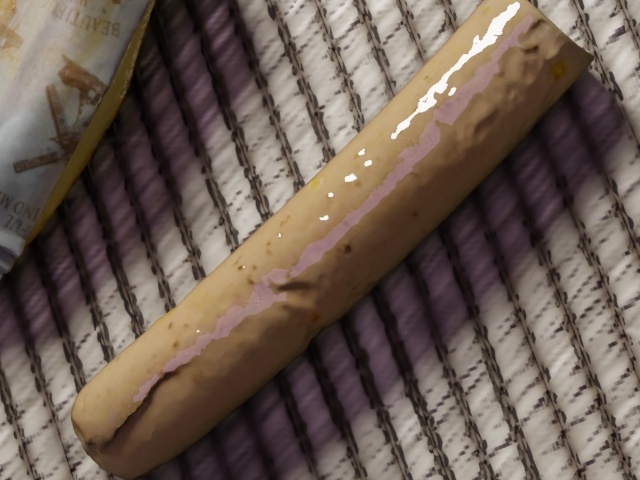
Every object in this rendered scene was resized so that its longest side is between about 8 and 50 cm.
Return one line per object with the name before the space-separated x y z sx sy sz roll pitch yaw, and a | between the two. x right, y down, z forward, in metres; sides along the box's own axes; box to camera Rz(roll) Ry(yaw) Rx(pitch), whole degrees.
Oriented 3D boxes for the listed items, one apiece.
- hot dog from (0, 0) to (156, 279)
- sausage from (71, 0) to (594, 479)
hot dog | -0.157 -0.105 0.942 0.162 0.082 0.270 32 98 26
sausage | 0.001 0.001 0.888 0.301 0.066 0.066 -45 73 6
